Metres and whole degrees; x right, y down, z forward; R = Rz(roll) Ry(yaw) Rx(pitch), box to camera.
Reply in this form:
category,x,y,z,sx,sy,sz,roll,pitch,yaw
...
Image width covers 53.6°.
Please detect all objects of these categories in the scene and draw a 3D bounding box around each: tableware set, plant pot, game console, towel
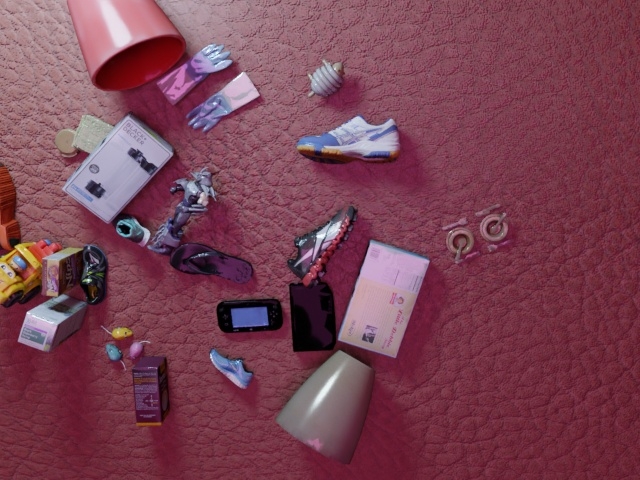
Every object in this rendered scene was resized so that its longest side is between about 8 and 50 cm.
category,x,y,z,sx,sy,sz,roll,pitch,yaw
tableware set,0.470,-0.014,1.886,0.194,0.039,0.128,-23,98,5
plant pot,0.044,0.477,1.893,0.257,0.256,0.274,31,83,-3
game console,-0.135,0.241,1.944,0.362,0.044,0.213,-3,99,3
plant pot,-0.544,-0.580,1.722,0.275,0.275,0.243,-29,88,6
towel,-0.645,-0.296,1.866,0.148,0.027,0.110,23,98,-14

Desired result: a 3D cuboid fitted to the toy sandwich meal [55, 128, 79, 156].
category,x,y,z,sx,sy,sz,roll,pitch,yaw
toy sandwich meal,-0.744,-0.290,1.881,0.086,0.029,0.085,0,96,1

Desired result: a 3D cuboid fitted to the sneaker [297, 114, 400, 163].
category,x,y,z,sx,sy,sz,roll,pitch,yaw
sneaker,0.081,-0.294,1.833,0.297,0.112,0.130,1,82,0

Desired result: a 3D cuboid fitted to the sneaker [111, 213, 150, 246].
category,x,y,z,sx,sy,sz,roll,pitch,yaw
sneaker,-0.572,-0.041,1.863,0.167,0.076,0.065,26,90,35

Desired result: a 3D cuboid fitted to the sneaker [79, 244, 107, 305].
category,x,y,z,sx,sy,sz,roll,pitch,yaw
sneaker,-0.687,0.106,1.918,0.067,0.078,0.188,0,99,1

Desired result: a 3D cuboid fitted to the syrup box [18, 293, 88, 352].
category,x,y,z,sx,sy,sz,roll,pitch,yaw
syrup box,-0.780,0.238,1.862,0.093,0.237,0.096,21,99,-3

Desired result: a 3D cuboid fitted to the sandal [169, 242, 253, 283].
category,x,y,z,sx,sy,sz,roll,pitch,yaw
sandal,-0.330,0.068,1.914,0.255,0.054,0.097,11,99,0

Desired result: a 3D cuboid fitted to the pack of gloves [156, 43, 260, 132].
category,x,y,z,sx,sy,sz,roll,pitch,yaw
pack of gloves,-0.324,-0.443,1.847,0.232,0.046,0.195,-32,109,9

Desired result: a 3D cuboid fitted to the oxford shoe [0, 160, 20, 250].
category,x,y,z,sx,sy,sz,roll,pitch,yaw
oxford shoe,-0.971,-0.102,1.886,0.099,0.097,0.271,0,99,8

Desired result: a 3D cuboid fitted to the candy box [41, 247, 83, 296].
category,x,y,z,sx,sy,sz,roll,pitch,yaw
candy box,-0.754,0.090,1.862,0.053,0.186,0.109,6,100,1

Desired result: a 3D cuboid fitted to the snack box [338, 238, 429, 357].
category,x,y,z,sx,sy,sz,roll,pitch,yaw
snack box,0.188,0.177,1.915,0.187,0.060,0.321,18,99,-1

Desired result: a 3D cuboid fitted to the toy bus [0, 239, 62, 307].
category,x,y,z,sx,sy,sz,roll,pitch,yaw
toy bus,-0.866,0.075,1.854,0.211,0.220,0.149,-40,91,1

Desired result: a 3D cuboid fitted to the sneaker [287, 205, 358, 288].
category,x,y,z,sx,sy,sz,roll,pitch,yaw
sneaker,0.000,0.000,1.872,0.135,0.097,0.276,34,92,6

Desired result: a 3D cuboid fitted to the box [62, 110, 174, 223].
category,x,y,z,sx,sy,sz,roll,pitch,yaw
box,-0.583,-0.211,1.838,0.290,0.087,0.169,-44,113,7

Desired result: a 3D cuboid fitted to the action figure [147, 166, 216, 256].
category,x,y,z,sx,sy,sz,roll,pitch,yaw
action figure,-0.394,-0.091,1.838,0.099,0.185,0.285,26,105,-28

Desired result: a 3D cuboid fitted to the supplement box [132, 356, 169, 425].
category,x,y,z,sx,sy,sz,roll,pitch,yaw
supplement box,-0.522,0.464,1.960,0.081,0.104,0.188,-1,99,1

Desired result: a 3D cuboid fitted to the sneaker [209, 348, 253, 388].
category,x,y,z,sx,sy,sz,roll,pitch,yaw
sneaker,-0.277,0.387,1.973,0.162,0.063,0.073,41,80,-9

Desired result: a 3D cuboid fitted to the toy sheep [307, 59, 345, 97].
category,x,y,z,sx,sy,sz,roll,pitch,yaw
toy sheep,0.014,-0.456,1.806,0.132,0.091,0.091,-41,96,21

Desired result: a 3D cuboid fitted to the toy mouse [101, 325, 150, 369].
category,x,y,z,sx,sy,sz,roll,pitch,yaw
toy mouse,-0.614,0.345,1.979,0.161,0.031,0.143,5,99,1
